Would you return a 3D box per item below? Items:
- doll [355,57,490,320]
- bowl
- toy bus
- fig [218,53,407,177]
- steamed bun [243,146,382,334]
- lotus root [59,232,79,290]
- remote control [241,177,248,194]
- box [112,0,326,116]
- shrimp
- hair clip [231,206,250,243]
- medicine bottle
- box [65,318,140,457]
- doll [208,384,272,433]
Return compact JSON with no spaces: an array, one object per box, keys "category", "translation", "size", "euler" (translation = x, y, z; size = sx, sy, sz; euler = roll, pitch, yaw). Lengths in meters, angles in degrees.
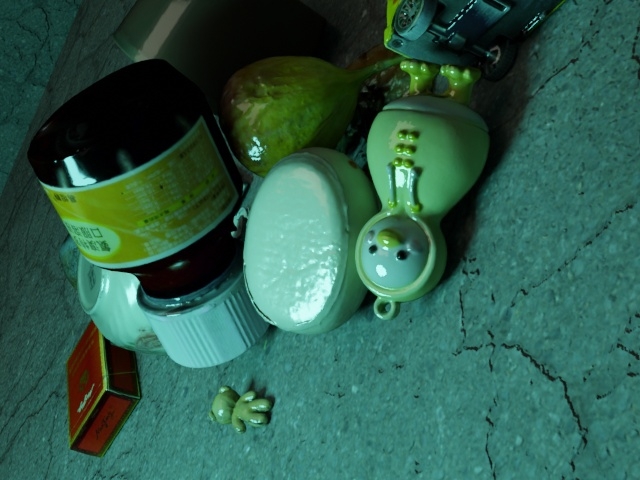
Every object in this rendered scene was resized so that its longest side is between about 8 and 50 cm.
[{"category":"doll","translation":[0.107,-0.056,1.197],"size":[0.141,0.117,0.296],"euler":[11,80,24]},{"category":"bowl","translation":[-0.312,0.054,1.760],"size":[0.277,0.145,0.277],"euler":[-11,77,59]},{"category":"toy bus","translation":[0.214,-0.322,1.174],"size":[0.330,0.144,0.152],"euler":[-42,36,43]},{"category":"fig","translation":[0.000,-0.179,1.371],"size":[0.257,0.159,0.159],"euler":[-27,39,7]},{"category":"steamed bun","translation":[0.000,0.000,1.314],"size":[0.177,0.130,0.228],"euler":[12,99,39]},{"category":"lotus root","translation":[-0.386,0.008,2.005],"size":[0.322,0.140,0.158],"euler":[-24,50,50]},{"category":"remote control","translation":[-0.163,-0.092,1.797],"size":[0.065,0.029,0.166],"euler":[-65,27,8]},{"category":"box","translation":[-0.149,-0.324,1.669],"size":[0.216,0.301,0.301],"euler":[-57,29,10]},{"category":"shrimp","translation":[0.026,-0.107,1.441],"size":[0.365,0.071,0.233],"euler":[-55,35,13]},{"category":"hair clip","translation":[-0.156,0.032,1.678],"size":[0.220,0.054,0.140],"euler":[-42,42,44]},{"category":"medicine bottle","translation":[-0.197,-0.019,1.421],"size":[0.242,0.395,0.242],"euler":[-20,30,12]},{"category":"box","translation":[-0.395,0.250,1.924],"size":[0.153,0.074,0.240],"euler":[-52,30,20]},{"category":"doll","translation":[-0.109,0.229,1.448],"size":[0.093,0.051,0.061],"euler":[-13,53,56]}]
